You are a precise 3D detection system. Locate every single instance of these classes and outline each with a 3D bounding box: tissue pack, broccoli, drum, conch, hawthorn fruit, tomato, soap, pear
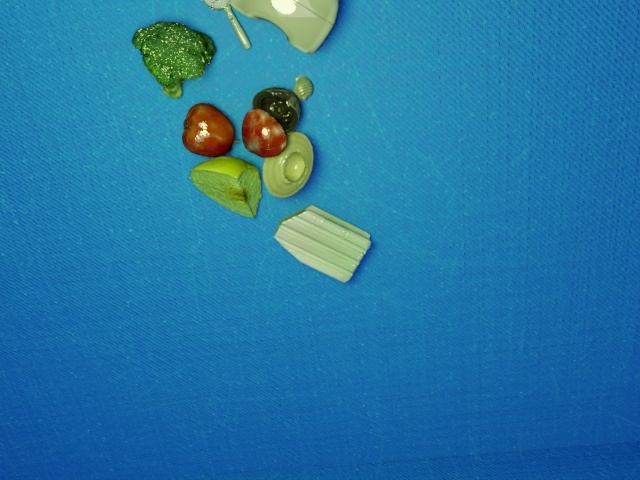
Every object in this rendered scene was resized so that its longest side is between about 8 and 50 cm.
[{"bbox_3d":[-0.097,-0.767,1.605,0.333,0.229,0.236,28,113,-11],"label":"tissue pack"},{"bbox_3d":[-0.482,-0.601,1.713,0.269,0.269,0.254,-32,66,14],"label":"broccoli"},{"bbox_3d":[-0.326,-0.760,1.711,0.130,0.049,0.253,-11,112,5],"label":"drum"},{"bbox_3d":[-0.060,-0.537,1.799,0.076,0.057,0.085,-16,113,-6],"label":"conch"},{"bbox_3d":[-0.384,-0.380,1.809,0.202,0.185,0.185,18,113,-22],"label":"hawthorn fruit"},{"bbox_3d":[-0.217,-0.366,1.805,0.189,0.099,0.173,39,148,2],"label":"tomato"},{"bbox_3d":[0.000,0.000,1.990,0.346,0.115,0.208,26,110,-9],"label":"soap"},{"bbox_3d":[-0.352,-0.225,1.883,0.239,0.139,0.288,10,155,11],"label":"pear"}]

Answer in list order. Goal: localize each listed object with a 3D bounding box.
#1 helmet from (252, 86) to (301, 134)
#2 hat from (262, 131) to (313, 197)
[{"bbox_3d":[-0.139,-0.471,1.796,0.176,0.107,0.153,28,143,13],"label":"helmet"},{"bbox_3d":[-0.089,-0.266,1.875,0.110,0.252,0.252,14,120,-49],"label":"hat"}]
